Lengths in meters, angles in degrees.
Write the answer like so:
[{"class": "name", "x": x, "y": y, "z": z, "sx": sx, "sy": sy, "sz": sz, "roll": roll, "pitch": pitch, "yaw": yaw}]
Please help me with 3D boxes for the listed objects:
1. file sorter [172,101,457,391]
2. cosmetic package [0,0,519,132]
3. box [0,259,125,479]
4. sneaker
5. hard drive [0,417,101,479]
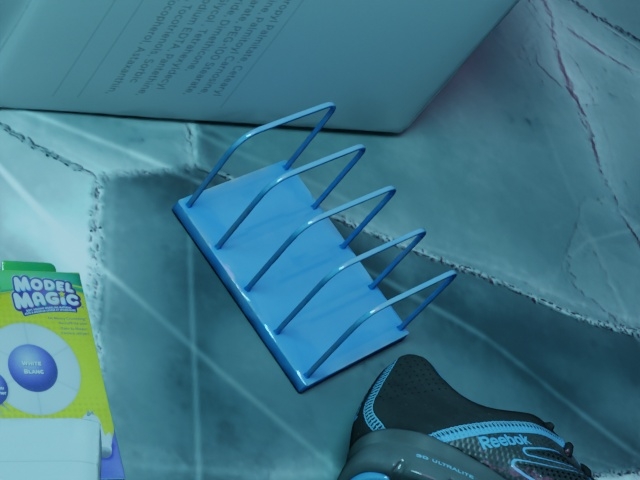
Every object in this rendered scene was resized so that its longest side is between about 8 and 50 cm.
[{"class": "file sorter", "x": 0.000, "y": 0.000, "z": 1.283, "sx": 0.118, "sy": 0.104, "sz": 0.170, "roll": -24, "pitch": 73, "yaw": -42}, {"class": "cosmetic package", "x": -0.060, "y": -0.308, "z": 1.318, "sx": 0.394, "sy": 0.327, "sz": 0.329, "roll": 2, "pitch": 57, "yaw": -32}, {"class": "box", "x": -0.196, "y": 0.084, "z": 1.131, "sx": 0.105, "sy": 0.043, "sz": 0.179, "roll": 2, "pitch": 55, "yaw": -33}, {"class": "sneaker", "x": 0.175, "y": 0.194, "z": 1.242, "sx": 0.341, "sy": 0.125, "sz": 0.139, "roll": 30, "pitch": 41, "yaw": -15}, {"class": "hard drive", "x": -0.224, "y": 0.240, "z": 0.935, "sx": 0.203, "sy": 0.040, "sz": 0.307, "roll": 0, "pitch": 56, "yaw": -3}]
